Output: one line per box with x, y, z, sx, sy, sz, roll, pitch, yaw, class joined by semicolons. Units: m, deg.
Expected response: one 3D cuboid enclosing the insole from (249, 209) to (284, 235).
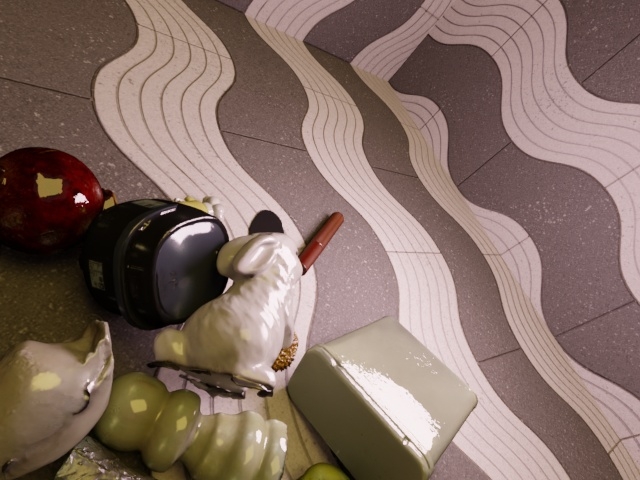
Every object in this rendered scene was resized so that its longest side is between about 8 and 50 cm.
-0.166;0.029;1.200;0.119;0.009;0.348;23;42;-24;insole

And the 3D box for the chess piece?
-0.238;0.349;0.713;0.330;0.182;0.182;30;40;-11;chess piece

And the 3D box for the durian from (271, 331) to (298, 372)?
-0.126;0.233;0.944;0.168;0.137;0.158;23;45;-39;durian

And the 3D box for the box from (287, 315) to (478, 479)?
0.165;0.379;0.984;0.352;0.177;0.344;42;31;28;box

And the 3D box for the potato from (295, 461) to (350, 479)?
0.020;0.567;0.764;0.186;0.148;0.253;35;29;-34;potato

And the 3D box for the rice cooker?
-0.335;0.039;0.815;0.224;0.267;0.267;13;29;25;rice cooker

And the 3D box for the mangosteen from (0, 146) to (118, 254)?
-0.530;-0.070;0.812;0.215;0.215;0.257;62;12;20;mangosteen

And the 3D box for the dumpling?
-0.444;0.230;0.604;0.243;0.227;0.175;-19;113;-43;dumpling

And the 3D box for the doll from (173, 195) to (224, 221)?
-0.335;-0.077;1.097;0.162;0.062;0.106;-20;74;-49;doll

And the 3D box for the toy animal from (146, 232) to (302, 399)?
-0.147;0.122;0.803;0.258;0.194;0.357;37;52;-32;toy animal

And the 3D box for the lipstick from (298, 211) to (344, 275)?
0.000;0.000;1.341;0.057;0.057;0.356;42;36;-4;lipstick

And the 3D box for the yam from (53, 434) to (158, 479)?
-0.328;0.399;0.627;0.183;0.107;0.107;38;38;-11;yam
